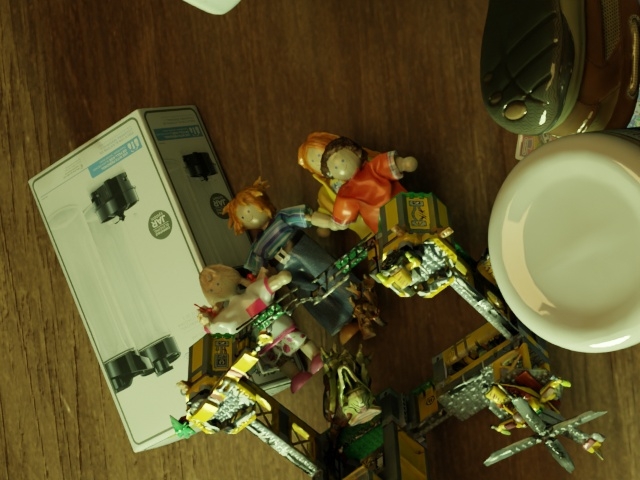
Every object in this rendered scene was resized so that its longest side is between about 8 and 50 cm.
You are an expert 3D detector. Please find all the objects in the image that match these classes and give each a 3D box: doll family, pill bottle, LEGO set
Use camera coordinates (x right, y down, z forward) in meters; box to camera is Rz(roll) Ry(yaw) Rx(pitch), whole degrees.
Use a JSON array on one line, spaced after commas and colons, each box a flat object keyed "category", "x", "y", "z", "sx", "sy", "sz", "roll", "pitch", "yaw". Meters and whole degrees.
[{"category": "doll family", "x": 0.000, "y": 0.000, "z": 1.559, "sx": 0.163, "sy": 0.118, "sz": 0.263, "roll": 46, "pitch": 114, "yaw": 0}, {"category": "pill bottle", "x": 0.249, "y": -0.009, "z": 1.298, "sx": 0.153, "sy": 0.264, "sz": 0.153, "roll": 5, "pitch": 98, "yaw": 35}, {"category": "LEGO set", "x": 0.047, "y": 0.141, "z": 1.436, "sx": 0.331, "sy": 0.192, "sz": 0.255, "roll": -29, "pitch": 122, "yaw": 18}]

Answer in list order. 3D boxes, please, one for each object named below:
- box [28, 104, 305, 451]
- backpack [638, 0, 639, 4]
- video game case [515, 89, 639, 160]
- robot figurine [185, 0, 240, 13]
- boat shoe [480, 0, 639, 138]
[{"category": "box", "x": -0.147, "y": 0.036, "z": 1.679, "sx": 0.169, "sy": 0.087, "sz": 0.290, "roll": -27, "pitch": 81, "yaw": 34}, {"category": "backpack", "x": 0.357, "y": -0.281, "z": 1.223, "sx": 0.290, "sy": 0.273, "sz": 0.355, "roll": 39, "pitch": 129, "yaw": 17}, {"category": "video game case", "x": 0.222, "y": -0.098, "z": 1.457, "sx": 0.122, "sy": 0.011, "sz": 0.087, "roll": 15, "pitch": 104, "yaw": 32}, {"category": "robot figurine", "x": -0.014, "y": -0.342, "z": 1.385, "sx": 0.353, "sy": 0.200, "sz": 0.300, "roll": -44, "pitch": 70, "yaw": 14}, {"category": "boat shoe", "x": 0.202, "y": -0.230, "z": 1.393, "sx": 0.122, "sy": 0.120, "sz": 0.324, "roll": -12, "pitch": 69, "yaw": 58}]
